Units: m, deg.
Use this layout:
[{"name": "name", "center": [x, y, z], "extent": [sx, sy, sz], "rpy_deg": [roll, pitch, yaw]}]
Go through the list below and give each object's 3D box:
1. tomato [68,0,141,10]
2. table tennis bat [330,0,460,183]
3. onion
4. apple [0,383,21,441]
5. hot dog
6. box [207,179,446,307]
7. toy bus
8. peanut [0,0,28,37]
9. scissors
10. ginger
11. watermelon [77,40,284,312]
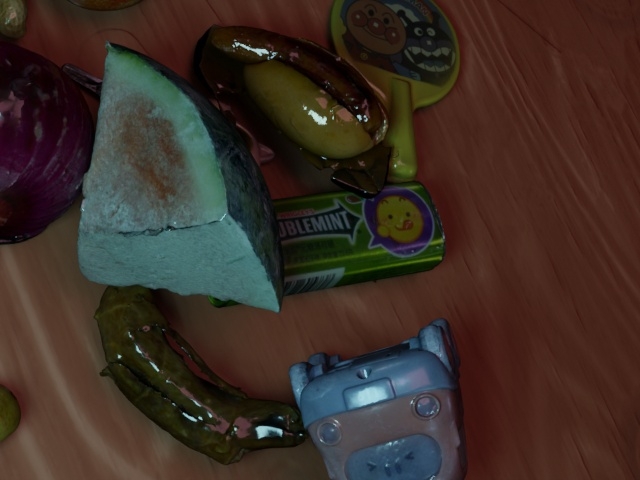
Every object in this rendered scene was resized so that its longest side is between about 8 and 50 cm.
[{"name": "tomato", "center": [-0.311, -0.421, 1.788], "extent": [0.237, 0.095, 0.237], "rpy_deg": [8, 69, -22]}, {"name": "table tennis bat", "center": [0.115, -0.250, 1.967], "extent": [0.224, 0.054, 0.368], "rpy_deg": [14, 60, -21]}, {"name": "onion", "center": [-0.392, -0.126, 1.546], "extent": [0.256, 0.230, 0.272], "rpy_deg": [-28, 77, -34]}, {"name": "apple", "center": [-0.388, 0.204, 1.497], "extent": [0.071, 0.084, 0.084], "rpy_deg": [51, 56, -10]}, {"name": "hot dog", "center": [-0.025, -0.206, 1.787], "extent": [0.326, 0.107, 0.194], "rpy_deg": [28, 42, -5]}, {"name": "box", "center": [0.000, 0.000, 1.774], "extent": [0.345, 0.097, 0.134], "rpy_deg": [-8, 71, -29]}, {"name": "toy bus", "center": [0.095, 0.235, 1.625], "extent": [0.197, 0.294, 0.232], "rpy_deg": [-16, 88, 7]}, {"name": "peanut", "center": [-0.418, -0.319, 1.716], "extent": [0.054, 0.054, 0.113], "rpy_deg": [-16, 78, -32]}, {"name": "scissors", "center": [-0.211, -0.158, 1.772], "extent": [0.317, 0.024, 0.160], "rpy_deg": [29, 59, -15]}, {"name": "ginger", "center": [-0.167, 0.177, 1.607], "extent": [0.309, 0.107, 0.133], "rpy_deg": [44, 69, 0]}, {"name": "watermelon", "center": [-0.199, -0.048, 1.574], "extent": [0.258, 0.228, 0.387], "rpy_deg": [-37, 74, 4]}]
